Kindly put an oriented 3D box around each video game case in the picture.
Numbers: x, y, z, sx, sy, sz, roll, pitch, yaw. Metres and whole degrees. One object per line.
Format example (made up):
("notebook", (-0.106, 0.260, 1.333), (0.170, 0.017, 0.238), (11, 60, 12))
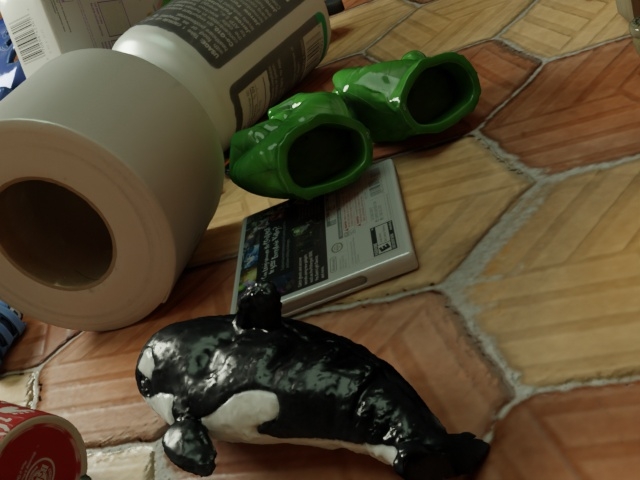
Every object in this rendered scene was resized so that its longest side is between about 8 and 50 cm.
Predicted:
("video game case", (0.000, 0.000, 0.761), (0.173, 0.022, 0.190), (-21, 29, 11))

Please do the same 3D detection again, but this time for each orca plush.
("orca plush", (-0.036, 0.083, 0.532), (0.151, 0.102, 0.287), (-25, 23, -29))

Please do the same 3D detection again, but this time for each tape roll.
("tape roll", (-0.238, -0.051, 0.819), (0.246, 0.246, 0.169), (-15, 29, 23))

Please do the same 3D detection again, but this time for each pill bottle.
("pill bottle", (-0.160, -0.239, 1.113), (0.204, 0.204, 0.361), (1, 38, 43))

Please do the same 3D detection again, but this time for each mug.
("mug", (-0.271, 0.190, 0.622), (0.169, 0.150, 0.113), (-1, 1, 34))

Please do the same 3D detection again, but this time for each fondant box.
("fondant box", (-0.307, -0.306, 1.230), (0.096, 0.238, 0.330), (-10, 14, 34))

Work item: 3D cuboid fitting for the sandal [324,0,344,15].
("sandal", (-0.062, -0.339, 1.374), (0.254, 0.054, 0.097), (-26, 19, 24))

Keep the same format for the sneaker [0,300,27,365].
("sneaker", (-0.361, 0.097, 0.883), (0.059, 0.053, 0.144), (-29, 29, -8))

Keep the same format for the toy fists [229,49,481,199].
("toy fists", (0.029, -0.127, 0.847), (0.279, 0.096, 0.142), (-32, 15, -23))

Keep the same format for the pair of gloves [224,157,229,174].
("pair of gloves", (-0.127, -0.082, 1.024), (0.083, 0.010, 0.074), (-36, 27, -22))

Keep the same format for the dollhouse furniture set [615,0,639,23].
("dollhouse furniture set", (0.363, -0.440, 0.901), (0.198, 0.286, 0.303), (-24, 39, 7))

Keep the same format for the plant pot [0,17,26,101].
("plant pot", (-0.456, -0.213, 1.292), (0.235, 0.236, 0.212), (-7, 53, 36))

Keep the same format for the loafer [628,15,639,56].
("loafer", (0.356, -0.202, 0.761), (0.147, 0.050, 0.056), (-17, 29, -14))

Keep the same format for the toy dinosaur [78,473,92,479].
("toy dinosaur", (-0.090, 0.190, 0.476), (0.268, 0.064, 0.118), (-8, 17, 34))
